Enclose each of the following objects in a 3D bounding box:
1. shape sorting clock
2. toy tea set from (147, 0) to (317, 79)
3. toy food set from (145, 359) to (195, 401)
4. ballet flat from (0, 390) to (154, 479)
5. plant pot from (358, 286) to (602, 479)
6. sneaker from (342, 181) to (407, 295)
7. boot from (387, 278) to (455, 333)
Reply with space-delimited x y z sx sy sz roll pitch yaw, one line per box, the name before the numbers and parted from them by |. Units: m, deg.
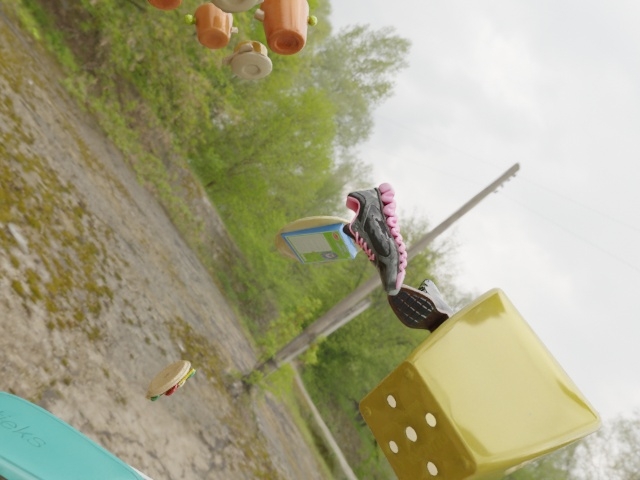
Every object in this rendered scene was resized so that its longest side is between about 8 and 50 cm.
shape sorting clock | 0.000 0.000 1.159 0.206 0.206 0.041 63 25 -58
toy tea set | -0.162 -0.443 0.948 0.336 0.199 0.125 23 57 -55
toy food set | -0.243 0.225 0.827 0.082 0.083 0.020 -11 -64 52
ballet flat | -0.121 0.221 0.321 0.399 0.139 0.139 16 -21 21
plant pot | 0.181 0.220 0.679 0.212 0.187 0.212 59 -41 26
sneaker | 0.050 -0.001 0.503 0.047 0.057 0.120 98 -14 -60
boot | 0.201 0.125 1.065 0.219 0.082 0.106 35 21 -33
